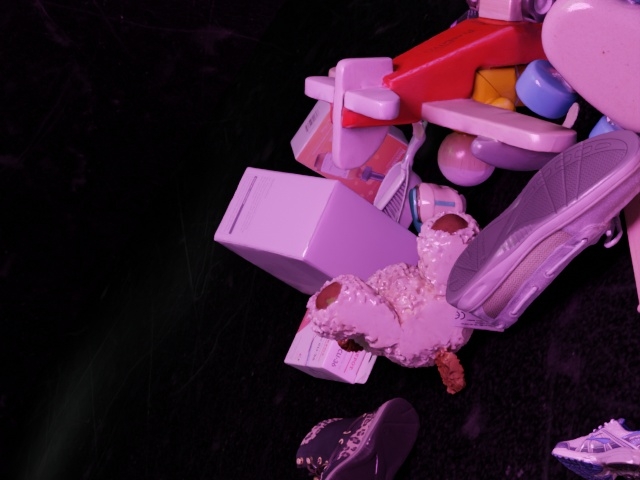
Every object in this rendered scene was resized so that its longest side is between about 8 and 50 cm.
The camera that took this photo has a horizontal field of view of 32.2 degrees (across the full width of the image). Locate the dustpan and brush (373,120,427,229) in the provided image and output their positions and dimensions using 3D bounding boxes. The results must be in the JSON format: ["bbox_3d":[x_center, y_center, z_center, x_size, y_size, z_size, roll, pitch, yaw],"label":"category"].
[{"bbox_3d":[0.138,-0.100,1.858,0.211,0.060,0.147,-57,21,14],"label":"dustpan and brush"}]

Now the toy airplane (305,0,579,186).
[{"bbox_3d":[0.173,-0.185,1.563,0.384,0.272,0.386,-8,32,16],"label":"toy airplane"}]

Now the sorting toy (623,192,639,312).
[{"bbox_3d":[0.409,-0.037,1.190,0.193,0.038,0.208,-45,22,38],"label":"sorting toy"}]

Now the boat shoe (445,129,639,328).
[{"bbox_3d":[0.279,-0.007,1.320,0.320,0.103,0.118,-47,19,34],"label":"boat shoe"}]

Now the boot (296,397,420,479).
[{"bbox_3d":[0.021,0.321,1.512,0.178,0.085,0.236,-24,22,53],"label":"boot"}]

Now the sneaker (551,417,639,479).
[{"bbox_3d":[0.296,0.212,1.131,0.135,0.052,0.058,-11,44,55],"label":"sneaker"}]

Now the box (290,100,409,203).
[{"bbox_3d":[0.054,-0.170,1.987,0.130,0.170,0.091,-55,20,17],"label":"box"}]

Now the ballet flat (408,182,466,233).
[{"bbox_3d":[0.177,-0.049,1.665,0.086,0.086,0.248,-60,-1,4],"label":"ballet flat"}]

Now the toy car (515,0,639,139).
[{"bbox_3d":[0.392,-0.247,1.348,0.238,0.210,0.219,-43,-13,-50],"label":"toy car"}]

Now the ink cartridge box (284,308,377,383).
[{"bbox_3d":[0.027,0.162,1.782,0.198,0.067,0.115,-6,58,65],"label":"ink cartridge box"}]

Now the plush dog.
[{"bbox_3d":[0.127,0.095,1.539,0.262,0.211,0.225,-32,7,-1],"label":"plush dog"}]

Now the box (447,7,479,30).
[{"bbox_3d":[0.275,-0.370,1.923,0.162,0.029,0.116,-38,31,45],"label":"box"}]

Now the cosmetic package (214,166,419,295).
[{"bbox_3d":[0.000,0.000,1.745,0.224,0.224,0.138,14,75,48],"label":"cosmetic package"}]
